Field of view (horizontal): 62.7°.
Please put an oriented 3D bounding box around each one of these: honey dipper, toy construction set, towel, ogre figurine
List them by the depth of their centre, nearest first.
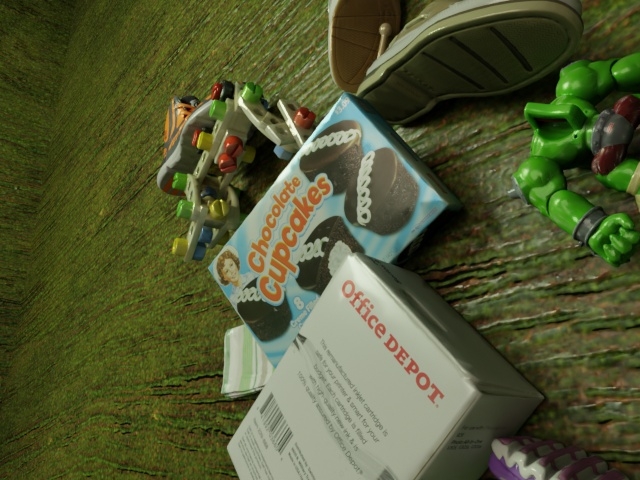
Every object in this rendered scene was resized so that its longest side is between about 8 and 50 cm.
[{"bbox_3d":[0.241,-0.088,0.447,0.118,0.096,0.197,24,106,39],"label":"ogre figurine"},{"bbox_3d":[0.077,-0.216,0.719,0.030,0.030,0.161,18,98,51],"label":"honey dipper"},{"bbox_3d":[-0.101,0.175,0.801,0.152,0.023,0.113,-25,59,42],"label":"towel"},{"bbox_3d":[-0.140,-0.128,0.858,0.327,0.151,0.215,-39,43,31],"label":"toy construction set"}]

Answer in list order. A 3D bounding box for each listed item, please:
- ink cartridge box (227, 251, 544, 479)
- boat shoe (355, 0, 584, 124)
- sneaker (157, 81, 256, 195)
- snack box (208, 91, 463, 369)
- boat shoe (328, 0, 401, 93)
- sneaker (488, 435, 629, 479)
[{"bbox_3d":[0.047,0.191,0.544,0.289,0.121,0.211,-59,41,16],"label":"ink cartridge box"},{"bbox_3d":[0.144,-0.216,0.569,0.302,0.113,0.103,1,65,61],"label":"boat shoe"},{"bbox_3d":[-0.236,-0.240,1.035,0.321,0.124,0.180,-34,53,37],"label":"sneaker"},{"bbox_3d":[0.000,0.000,0.671,0.322,0.060,0.187,-49,67,26],"label":"snack box"},{"bbox_3d":[0.060,-0.345,0.767,0.096,0.098,0.277,-171,90,-76],"label":"boat shoe"},{"bbox_3d":[0.212,0.231,0.368,0.236,0.095,0.105,28,105,49],"label":"sneaker"}]
